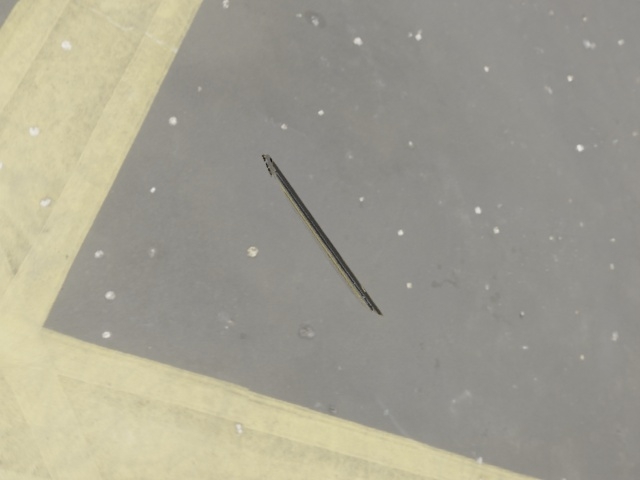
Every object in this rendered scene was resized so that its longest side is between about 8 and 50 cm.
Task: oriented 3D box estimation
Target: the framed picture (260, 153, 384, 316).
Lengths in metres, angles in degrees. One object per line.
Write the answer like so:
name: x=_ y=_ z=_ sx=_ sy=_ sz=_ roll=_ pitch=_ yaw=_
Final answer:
framed picture: x=0.000 y=0.000 z=0.678 sx=0.010 sy=0.199 sz=0.195 roll=-35 pitch=89 yaw=-2
